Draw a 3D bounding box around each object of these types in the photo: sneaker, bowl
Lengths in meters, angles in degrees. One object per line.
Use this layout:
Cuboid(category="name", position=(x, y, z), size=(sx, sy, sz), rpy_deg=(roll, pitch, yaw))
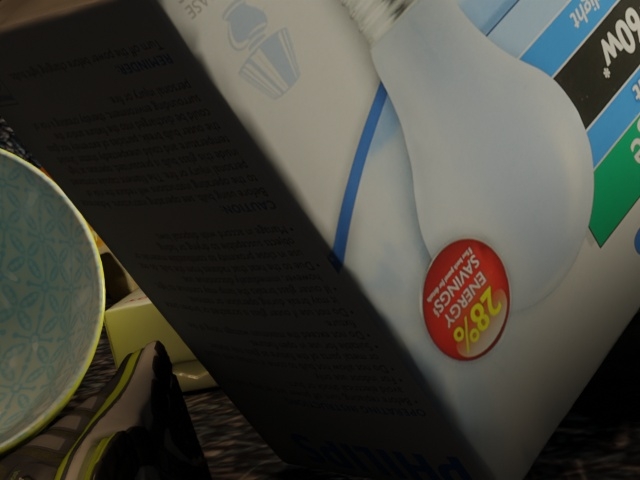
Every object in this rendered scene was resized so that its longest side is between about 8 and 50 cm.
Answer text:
Cuboid(category="sneaker", position=(-0.146, 0.142, 0.888), size=(0.121, 0.111, 0.300), rpy_deg=(-17, 7, 7))
Cuboid(category="bowl", position=(-0.328, 0.073, 1.209), size=(0.289, 0.289, 0.156), rpy_deg=(-17, -19, -19))

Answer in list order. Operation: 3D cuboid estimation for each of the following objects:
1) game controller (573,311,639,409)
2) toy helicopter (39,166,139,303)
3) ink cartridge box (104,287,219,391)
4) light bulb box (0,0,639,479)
Cuboid(category="game controller", position=(0.298, 0.045, 0.994), size=(0.166, 0.067, 0.319), rpy_deg=(-25, -1, 43))
Cuboid(category="toy helicopter", position=(-0.260, -0.033, 1.676), size=(0.140, 0.235, 0.355), rpy_deg=(-11, 10, 17))
Cuboid(category="ink cartridge box", position=(-0.087, 0.065, 1.306), size=(0.148, 0.086, 0.203), rpy_deg=(-11, 9, 14))
Cuboid(category="light bulb box", position=(0.046, -0.096, 0.890), size=(0.225, 0.361, 0.358), rpy_deg=(0, 43, 53))
